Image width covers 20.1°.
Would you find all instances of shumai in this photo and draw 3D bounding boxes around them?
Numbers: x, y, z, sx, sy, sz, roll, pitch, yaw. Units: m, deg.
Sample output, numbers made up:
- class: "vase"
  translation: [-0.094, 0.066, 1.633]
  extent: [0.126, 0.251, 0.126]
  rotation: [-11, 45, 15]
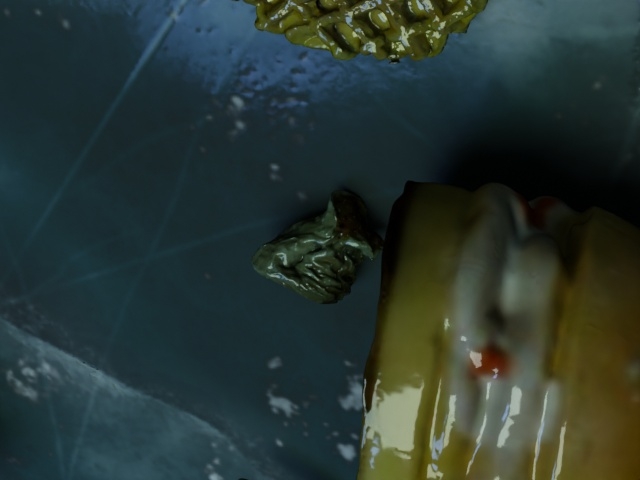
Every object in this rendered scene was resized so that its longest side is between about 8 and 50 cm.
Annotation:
- class: "shumai"
  translation: [0.000, 0.000, 1.303]
  extent: [0.083, 0.082, 0.080]
  rotation: [21, 96, -27]

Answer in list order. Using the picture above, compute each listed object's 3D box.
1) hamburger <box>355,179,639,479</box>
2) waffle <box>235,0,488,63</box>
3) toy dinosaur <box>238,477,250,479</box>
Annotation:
- class: "hamburger"
  translation: [0.145, 0.099, 1.184]
  extent: [0.237, 0.276, 0.276]
  rotation: [8, 126, 6]
- class: "waffle"
  translation: [0.022, -0.189, 1.162]
  extent: [0.194, 0.051, 0.149]
  rotation: [12, 126, 22]
- class: "toy dinosaur"
  translation: [0.096, 0.369, 1.493]
  extent: [0.447, 0.087, 0.301]
  rotation: [31, 130, 5]
